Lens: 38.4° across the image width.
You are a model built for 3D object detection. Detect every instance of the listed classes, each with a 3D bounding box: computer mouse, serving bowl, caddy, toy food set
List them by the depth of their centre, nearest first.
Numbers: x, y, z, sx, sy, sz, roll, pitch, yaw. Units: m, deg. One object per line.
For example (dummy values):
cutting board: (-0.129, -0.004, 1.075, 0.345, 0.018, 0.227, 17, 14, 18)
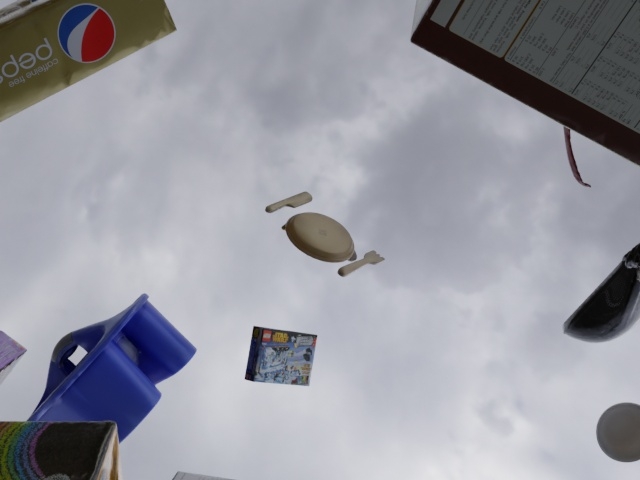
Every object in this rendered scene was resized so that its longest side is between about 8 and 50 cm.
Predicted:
computer mouse: (0.419, 0.063, 1.225, 0.072, 0.188, 0.272, 44, -37, 16)
serving bowl: (0.413, 0.257, 1.246, 0.083, 0.083, 0.027, -49, -177, 7)
caddy: (-0.364, 0.225, 1.519, 0.341, 0.179, 0.241, -42, -170, 42)
toy food set: (0.000, 0.000, 1.533, 0.192, 0.132, 0.039, 41, -53, 23)

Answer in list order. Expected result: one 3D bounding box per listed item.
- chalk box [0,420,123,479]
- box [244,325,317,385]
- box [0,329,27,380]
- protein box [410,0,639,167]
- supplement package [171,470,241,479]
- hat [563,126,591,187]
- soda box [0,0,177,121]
chalk box: (-0.339, 0.289, 0.852, 0.288, 0.179, 0.180, -1, -151, 2)
box: (-0.067, 0.202, 1.596, 0.027, 0.137, 0.094, 6, -96, 45)
box: (-0.554, 0.274, 1.325, 0.293, 0.057, 0.201, -53, -175, 0)
protein box: (0.192, -0.192, 0.707, 0.136, 0.201, 0.200, -59, -172, 29)
supplement package: (-0.031, 0.363, 0.940, 0.292, 0.175, 0.178, 8, -88, 2)
hat: (0.253, -0.203, 1.071, 0.172, 0.184, 0.208, 7, -135, 38)
soda box: (-0.200, -0.139, 0.653, 0.181, 0.058, 0.061, -33, -147, -17)
